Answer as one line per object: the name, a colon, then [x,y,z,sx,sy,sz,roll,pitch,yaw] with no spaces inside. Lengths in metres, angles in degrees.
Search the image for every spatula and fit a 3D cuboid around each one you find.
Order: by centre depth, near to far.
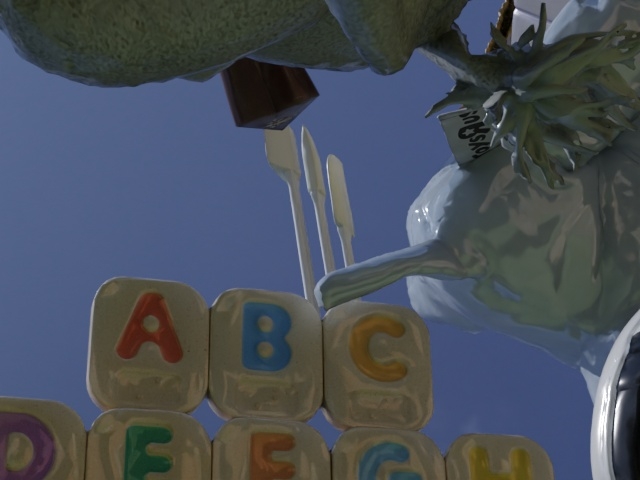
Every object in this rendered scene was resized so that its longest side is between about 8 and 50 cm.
spatula: [0.000,0.000,1.186,0.168,0.019,0.242,46,-149,-58]

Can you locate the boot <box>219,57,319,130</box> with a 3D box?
boot: [-0.067,-0.111,0.815,0.106,0.037,0.114,-22,-85,2]

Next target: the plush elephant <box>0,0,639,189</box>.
plush elephant: [0.007,-0.176,0.459,0.330,0.255,0.272,31,-122,6]

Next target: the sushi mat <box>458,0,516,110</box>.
sushi mat: [0.167,-0.116,1.298,0.019,0.316,0.151,21,-104,13]

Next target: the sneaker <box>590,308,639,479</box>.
sneaker: [0.187,0.018,0.516,0.079,0.121,0.217,38,-118,3]

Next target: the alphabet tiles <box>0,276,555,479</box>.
alphabet tiles: [-0.022,0.147,0.598,0.284,0.021,0.278,6,-119,-13]

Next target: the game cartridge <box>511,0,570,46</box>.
game cartridge: [0.245,-0.136,0.818,0.068,0.355,0.230,-19,-58,-24]

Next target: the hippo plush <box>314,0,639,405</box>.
hippo plush: [0.184,0.008,0.750,0.236,0.294,0.234,37,-84,11]
